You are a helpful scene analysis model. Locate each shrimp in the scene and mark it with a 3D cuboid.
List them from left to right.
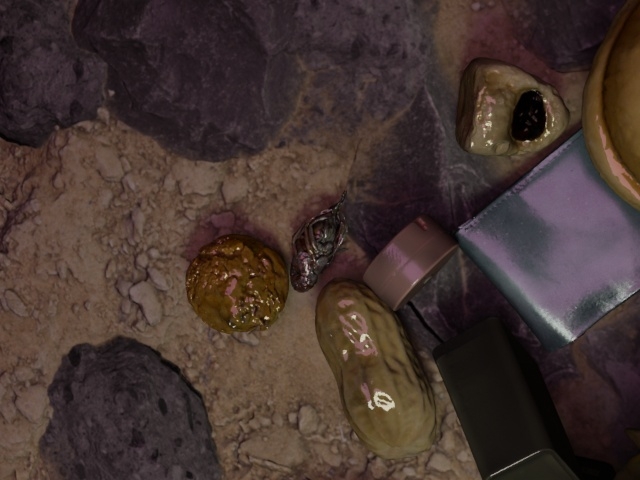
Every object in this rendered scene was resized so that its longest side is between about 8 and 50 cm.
[{"bbox_3d":[0.000,0.000,1.281,0.073,0.074,0.190,32,92,46],"label":"shrimp"}]

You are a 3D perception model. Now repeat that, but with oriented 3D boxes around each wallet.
[{"bbox_3d":[0.387,-0.005,1.168,0.290,0.054,0.251,-42,83,13],"label":"wallet"}]

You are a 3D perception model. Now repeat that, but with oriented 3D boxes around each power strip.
[{"bbox_3d":[0.142,0.037,1.195,0.078,0.154,0.154,44,104,12],"label":"power strip"}]

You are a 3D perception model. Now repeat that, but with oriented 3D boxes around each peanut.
[{"bbox_3d":[0.084,0.205,1.226,0.152,0.152,0.313,-21,85,17],"label":"peanut"}]

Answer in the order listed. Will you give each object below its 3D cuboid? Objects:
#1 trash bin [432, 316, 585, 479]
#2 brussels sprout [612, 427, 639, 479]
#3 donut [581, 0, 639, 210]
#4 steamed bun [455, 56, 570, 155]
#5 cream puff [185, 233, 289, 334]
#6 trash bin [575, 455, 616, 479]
[{"bbox_3d":[0.272,0.256,1.094,0.122,0.240,0.164,-33,124,15],"label":"trash bin"},{"bbox_3d":[0.556,0.404,0.927,0.361,0.425,0.343,0,116,43],"label":"brussels sprout"},{"bbox_3d":[0.585,-0.187,1.018,0.448,0.198,0.449,0,90,15],"label":"donut"},{"bbox_3d":[0.292,-0.198,1.143,0.155,0.172,0.141,7,107,-1],"label":"steamed bun"},{"bbox_3d":[-0.146,0.081,1.298,0.189,0.129,0.189,1,94,20],"label":"cream puff"},{"bbox_3d":[0.383,0.458,1.133,0.101,0.176,0.236,9,91,17],"label":"trash bin"}]
